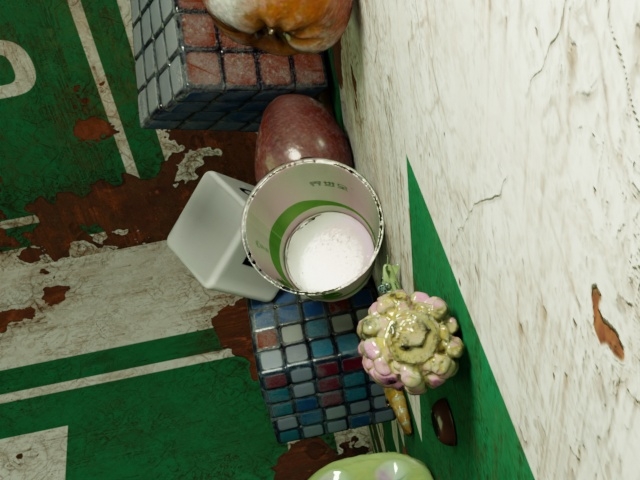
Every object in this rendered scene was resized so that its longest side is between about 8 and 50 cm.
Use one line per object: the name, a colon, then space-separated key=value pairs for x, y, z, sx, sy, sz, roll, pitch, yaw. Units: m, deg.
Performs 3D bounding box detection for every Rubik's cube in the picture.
Rubik's cube: x=-0.220 y=-0.448 z=1.956 sx=0.337 sy=0.345 sz=0.343 roll=-19 pitch=76 yaw=61
Rubik's cube: x=0.000 y=0.243 z=1.952 sx=0.293 sy=0.287 sz=0.291 roll=-104 pitch=4 yaw=-46

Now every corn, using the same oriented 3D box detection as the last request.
corn: x=0.105 y=0.139 z=1.115 sx=0.335 sy=0.127 sz=0.126 roll=82 pitch=177 yaw=-79

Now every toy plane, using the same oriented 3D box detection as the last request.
toy plane: x=0.118 y=0.083 z=1.437 sx=0.102 sy=0.040 sz=0.111 roll=-62 pitch=-34 yaw=-63

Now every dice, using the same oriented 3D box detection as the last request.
dice: x=0.098 y=0.548 z=1.540 sx=0.249 sy=0.255 sz=0.251 roll=-100 pitch=-2 yaw=-62

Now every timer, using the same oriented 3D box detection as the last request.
timer: x=-0.172 y=-0.006 z=1.835 sx=0.195 sy=0.194 sz=0.192 roll=19 pitch=-162 yaw=-48

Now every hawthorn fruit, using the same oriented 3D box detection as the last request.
hawthorn fruit: x=-0.048 y=-0.392 z=1.291 sx=0.231 sy=0.263 sz=0.235 roll=34 pitch=161 yaw=31

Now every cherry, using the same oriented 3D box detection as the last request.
cherry: x=-0.035 y=-0.169 z=1.835 sx=0.236 sy=0.213 sz=0.285 roll=141 pitch=125 yaw=-70

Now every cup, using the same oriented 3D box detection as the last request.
cup: x=0.000 y=0.000 z=1.632 sx=0.274 sy=0.253 sz=0.253 roll=60 pitch=-163 yaw=-76

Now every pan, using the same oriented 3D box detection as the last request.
pan: x=0.170 y=0.262 z=1.233 sx=0.115 sy=0.024 sz=0.068 roll=87 pitch=170 yaw=-71

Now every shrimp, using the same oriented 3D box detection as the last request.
shrimp: x=0.158 y=0.321 z=1.754 sx=0.095 sy=0.045 sz=0.162 roll=50 pitch=-164 yaw=-49

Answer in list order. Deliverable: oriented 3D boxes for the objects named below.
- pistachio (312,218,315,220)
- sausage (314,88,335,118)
pistachio: x=-0.022 y=-0.154 z=2.176 sx=0.213 sy=0.163 sz=0.260 roll=41 pitch=-164 yaw=-30
sausage: x=-0.023 y=-0.325 z=2.070 sx=0.109 sy=0.109 sz=0.270 roll=88 pitch=172 yaw=-74
